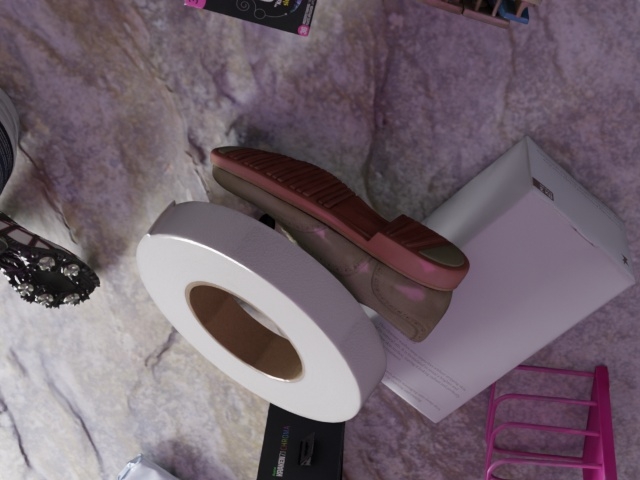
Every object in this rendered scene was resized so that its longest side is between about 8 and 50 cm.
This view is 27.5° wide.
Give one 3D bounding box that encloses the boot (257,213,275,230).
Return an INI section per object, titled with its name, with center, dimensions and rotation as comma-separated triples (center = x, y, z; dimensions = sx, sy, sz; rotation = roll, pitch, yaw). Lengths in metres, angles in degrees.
[boot]
center = -0.121, 0.004, 1.913
dimensions = 0.099, 0.045, 0.121
rotation = 14, 123, 3

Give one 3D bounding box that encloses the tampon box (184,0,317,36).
[tampon box]
center = -0.075, -0.346, 1.629
dimensions = 0.161, 0.101, 0.120
rotation = 14, 124, -4

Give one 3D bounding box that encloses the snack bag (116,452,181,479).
[snack bag]
center = -0.275, 0.542, 2.300
dimensions = 0.342, 0.037, 0.323
rotation = 35, 120, -18

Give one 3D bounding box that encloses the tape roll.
[tape roll]
center = -0.087, 0.104, 1.831
dimensions = 0.392, 0.072, 0.392
rotation = 30, 153, 17

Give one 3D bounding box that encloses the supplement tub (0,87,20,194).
[supplement tub]
center = -0.516, -0.095, 1.739
dimensions = 0.191, 0.272, 0.191
rotation = 3, 125, 4

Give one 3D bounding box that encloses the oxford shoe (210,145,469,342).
[oxford shoe]
center = 0.000, 0.000, 1.759
dimensions = 0.397, 0.140, 0.147
rotation = 32, 115, 22

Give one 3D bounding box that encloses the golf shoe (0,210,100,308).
[golf shoe]
center = -0.442, 0.011, 1.917
dimensions = 0.273, 0.120, 0.105
rotation = 26, 119, -39

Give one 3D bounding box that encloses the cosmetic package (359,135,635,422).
[cosmetic package]
center = 0.227, 0.062, 1.854
dimensions = 0.217, 0.156, 0.385
rotation = 40, 118, -21

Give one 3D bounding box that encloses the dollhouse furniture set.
[dollhouse furniture set]
center = 0.189, -0.316, 1.576
dimensions = 0.129, 0.184, 0.129
rotation = 16, 125, -6

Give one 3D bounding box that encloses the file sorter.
[file sorter]
center = 0.338, 0.351, 1.961
dimensions = 0.182, 0.291, 0.202
rotation = 4, 125, 6

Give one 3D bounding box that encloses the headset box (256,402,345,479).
[headset box]
center = -0.034, 0.423, 2.069
dimensions = 0.131, 0.246, 0.283
rotation = 4, 124, 3
